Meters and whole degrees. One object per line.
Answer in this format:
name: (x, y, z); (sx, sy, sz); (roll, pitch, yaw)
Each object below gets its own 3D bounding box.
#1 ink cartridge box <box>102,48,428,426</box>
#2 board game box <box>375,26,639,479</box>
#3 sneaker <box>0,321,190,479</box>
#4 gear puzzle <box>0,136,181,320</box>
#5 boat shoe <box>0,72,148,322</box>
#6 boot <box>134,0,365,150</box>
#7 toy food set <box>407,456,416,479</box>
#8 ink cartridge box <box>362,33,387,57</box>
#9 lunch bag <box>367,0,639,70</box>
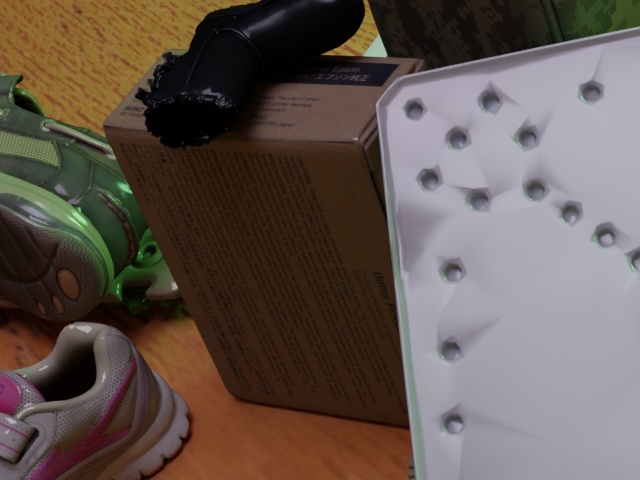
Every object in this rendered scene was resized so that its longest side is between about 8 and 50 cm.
ink cartridge box: (0.000, 0.000, 1.206); (0.193, 0.235, 0.088); (6, 44, 33)
board game box: (0.238, 0.068, 0.970); (0.390, 0.050, 0.390); (-11, 68, 13)
sneaker: (-0.197, 0.141, 1.229); (0.103, 0.111, 0.252); (13, 47, 40)
gear puzzle: (-0.133, -0.007, 1.459); (0.339, 0.044, 0.175); (-4, 45, 26)
boat shoe: (-0.253, -0.051, 1.456); (0.355, 0.132, 0.130); (26, 53, 34)
boot: (-0.041, -0.099, 1.116); (0.121, 0.045, 0.099); (-9, 34, 30)
toy food set: (0.103, 0.187, 1.079); (0.132, 0.039, 0.192); (-6, 31, 10)
ink cartridge box: (0.166, -0.089, 1.341); (0.283, 0.117, 0.207); (4, 43, 32)
lunch bag: (0.163, -0.221, 1.153); (0.256, 0.305, 0.212); (-37, 39, -19)
